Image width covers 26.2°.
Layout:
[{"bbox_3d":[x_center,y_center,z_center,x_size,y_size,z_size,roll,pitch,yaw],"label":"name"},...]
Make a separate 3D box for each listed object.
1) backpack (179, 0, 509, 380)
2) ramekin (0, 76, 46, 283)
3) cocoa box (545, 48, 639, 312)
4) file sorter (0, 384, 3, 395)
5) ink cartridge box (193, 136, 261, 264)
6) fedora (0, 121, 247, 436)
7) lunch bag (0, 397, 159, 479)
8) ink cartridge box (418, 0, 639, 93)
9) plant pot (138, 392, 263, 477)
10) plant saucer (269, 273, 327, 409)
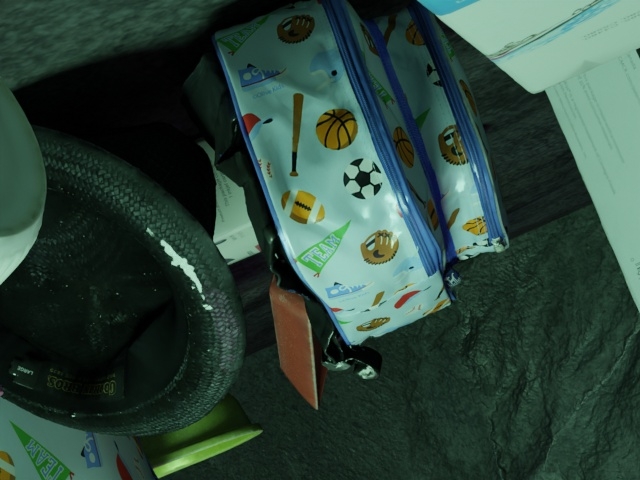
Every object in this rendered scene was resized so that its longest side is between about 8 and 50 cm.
[{"bbox_3d":[0.023,-0.061,1.032,0.213,0.277,0.263,-28,163,10],"label":"backpack"},{"bbox_3d":[-0.236,-0.041,0.698,0.109,0.207,0.207,-35,167,20],"label":"ramekin"},{"bbox_3d":[0.432,-0.097,1.434,0.228,0.347,0.231,-15,169,-38],"label":"cocoa box"},{"bbox_3d":[-0.333,0.075,0.857,0.202,0.291,0.182,-27,173,28],"label":"file sorter"},{"bbox_3d":[-0.145,-0.017,1.334,0.237,0.100,0.172,-23,171,2],"label":"ink cartridge box"},{"bbox_3d":[-0.181,0.005,1.096,0.334,0.334,0.152,-30,-159,43],"label":"fedora"},{"bbox_3d":[-0.327,0.191,1.405,0.239,0.328,0.385,-25,174,24],"label":"lunch bag"},{"bbox_3d":[0.113,-0.203,0.557,0.197,0.198,0.270,-25,170,16],"label":"ink cartridge box"},{"bbox_3d":[-0.247,0.174,1.728,0.276,0.254,0.276,-22,171,-4],"label":"plant pot"},{"bbox_3d":[0.000,0.000,1.310,0.047,0.258,0.259,10,156,7],"label":"plant saucer"}]
